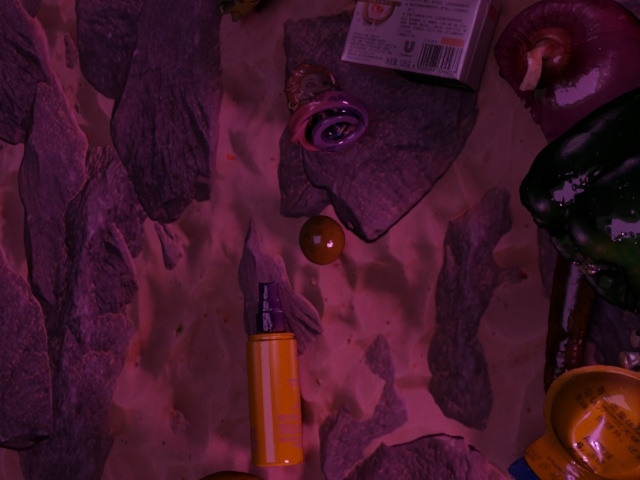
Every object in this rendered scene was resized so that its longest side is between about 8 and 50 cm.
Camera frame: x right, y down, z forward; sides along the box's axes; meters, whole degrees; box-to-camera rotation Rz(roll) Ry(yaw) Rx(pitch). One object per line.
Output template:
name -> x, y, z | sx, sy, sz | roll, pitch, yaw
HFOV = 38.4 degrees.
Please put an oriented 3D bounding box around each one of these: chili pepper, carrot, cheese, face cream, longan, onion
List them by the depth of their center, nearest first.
chili pepper -> 0.375, -0.055, 1.023 | 0.257, 0.248, 0.233 | -40, 76, 0
cheese -> 0.330, 0.243, 1.106 | 0.177, 0.069, 0.270 | 41, 129, 7
onion -> 0.327, -0.216, 1.152 | 0.200, 0.201, 0.207 | -46, 24, 17
carrot -> 0.331, 0.060, 1.179 | 0.066, 0.066, 0.314 | 11, 93, 30
longan -> 0.000, 0.000, 1.374 | 0.083, 0.075, 0.075 | 162, 110, -70
face cream -> -0.071, 0.197, 1.377 | 0.078, 0.078, 0.273 | -9, 80, 29

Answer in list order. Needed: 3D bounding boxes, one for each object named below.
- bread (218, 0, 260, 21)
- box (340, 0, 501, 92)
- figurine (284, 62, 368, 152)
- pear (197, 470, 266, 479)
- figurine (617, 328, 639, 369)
bread -> -0.100, -0.560, 1.426 | 0.376, 0.208, 0.251 | -44, 69, 14
box -> 0.143, -0.298, 1.316 | 0.199, 0.081, 0.135 | 17, 92, 28
figurine -> -0.002, -0.196, 1.380 | 0.157, 0.126, 0.114 | -129, 26, -49
pear -> -0.131, 0.430, 1.311 | 0.209, 0.209, 0.208 | -4, 82, 29
figurine -> 0.529, 0.150, 1.002 | 0.394, 0.227, 0.274 | 0, 112, 36
